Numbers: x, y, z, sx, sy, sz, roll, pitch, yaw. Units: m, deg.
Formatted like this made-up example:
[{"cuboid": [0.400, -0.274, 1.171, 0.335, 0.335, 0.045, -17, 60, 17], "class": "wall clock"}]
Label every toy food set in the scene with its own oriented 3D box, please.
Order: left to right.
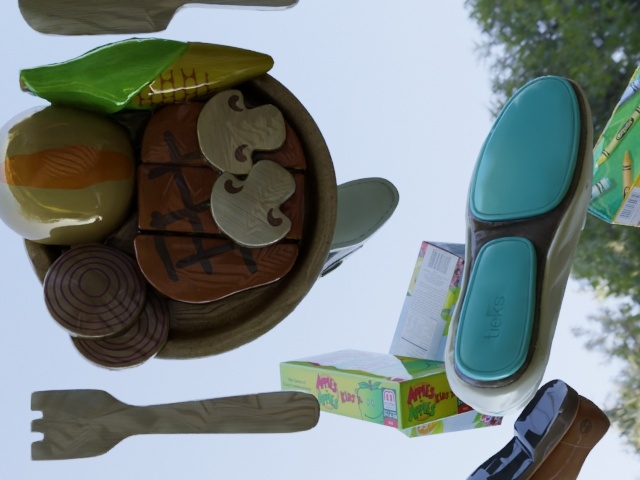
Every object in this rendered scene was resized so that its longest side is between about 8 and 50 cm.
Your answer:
[{"cuboid": [-0.059, -0.015, 0.374, 0.133, 0.038, 0.192, -4, -96, -3], "class": "toy food set"}]

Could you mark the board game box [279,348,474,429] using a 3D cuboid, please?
[{"cuboid": [0.050, 0.138, 0.938, 0.092, 0.181, 0.043, -7, -86, -37], "class": "board game box"}]

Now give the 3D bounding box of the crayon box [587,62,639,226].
[{"cuboid": [0.476, -0.154, 1.362, 0.165, 0.278, 0.081, 5, -155, -48], "class": "crayon box"}]

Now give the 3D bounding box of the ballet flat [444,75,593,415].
[{"cuboid": [0.139, 0.005, 0.667, 0.086, 0.086, 0.248, 26, -115, -13], "class": "ballet flat"}]

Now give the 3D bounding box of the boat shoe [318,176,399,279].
[{"cuboid": [0.000, 0.000, 1.227, 0.228, 0.068, 0.081, -32, -109, 0], "class": "boat shoe"}]

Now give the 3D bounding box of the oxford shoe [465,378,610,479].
[{"cuboid": [0.186, 0.229, 0.898, 0.076, 0.212, 0.076, 31, -163, -18], "class": "oxford shoe"}]

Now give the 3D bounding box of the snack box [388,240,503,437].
[{"cuboid": [0.160, 0.109, 1.104, 0.175, 0.070, 0.207, 5, -76, -45], "class": "snack box"}]
